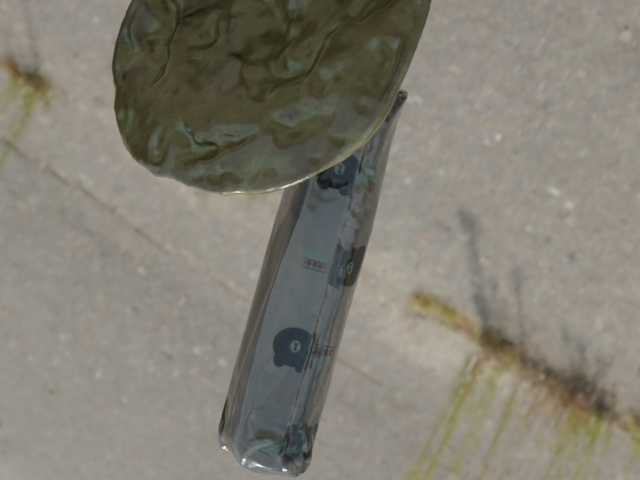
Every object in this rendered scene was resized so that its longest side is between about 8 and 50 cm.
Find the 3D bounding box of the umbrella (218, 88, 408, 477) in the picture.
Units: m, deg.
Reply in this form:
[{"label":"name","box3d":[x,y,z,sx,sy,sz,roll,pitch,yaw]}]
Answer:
[{"label":"umbrella","box3d":[0.000,0.000,1.130,0.067,0.337,0.073,12,-175,-35]}]

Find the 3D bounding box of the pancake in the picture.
[{"label":"pancake","box3d":[-0.026,-0.125,0.989,0.242,0.242,0.050,2,161,39]}]
